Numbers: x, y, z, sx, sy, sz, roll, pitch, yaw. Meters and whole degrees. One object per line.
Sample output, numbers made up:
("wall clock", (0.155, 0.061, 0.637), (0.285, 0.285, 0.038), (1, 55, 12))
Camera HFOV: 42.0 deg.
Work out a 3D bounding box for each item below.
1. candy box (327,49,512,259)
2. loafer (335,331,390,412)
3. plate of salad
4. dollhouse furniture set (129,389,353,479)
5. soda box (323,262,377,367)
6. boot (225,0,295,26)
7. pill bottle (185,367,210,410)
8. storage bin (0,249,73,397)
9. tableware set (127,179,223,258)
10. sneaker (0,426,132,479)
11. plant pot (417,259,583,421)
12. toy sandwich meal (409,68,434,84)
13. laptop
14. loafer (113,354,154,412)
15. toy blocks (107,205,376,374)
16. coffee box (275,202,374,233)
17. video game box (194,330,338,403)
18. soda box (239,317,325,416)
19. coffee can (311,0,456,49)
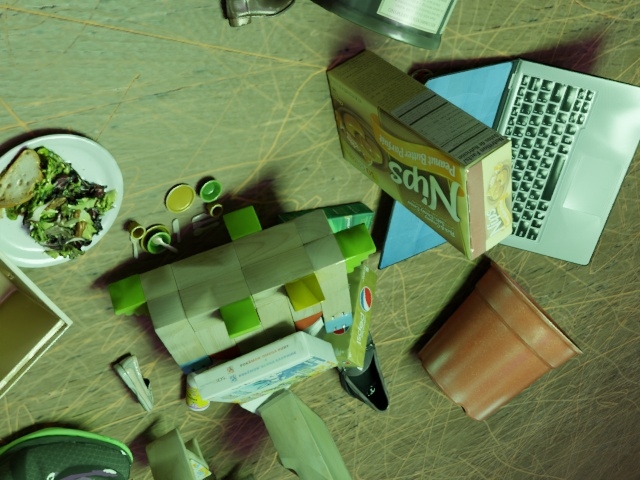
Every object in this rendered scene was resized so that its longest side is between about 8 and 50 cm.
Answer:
("candy box", (0.144, -0.133, 1.239), (0.088, 0.316, 0.183), (-34, 139, -17))
("loafer", (0.079, 0.241, 1.657), (0.109, 0.095, 0.302), (-38, 139, -12))
("plate of salad", (-0.345, -0.044, 1.083), (0.200, 0.048, 0.199), (-24, 135, -27))
("dollhouse furniture set", (-0.139, 0.497, 1.487), (0.394, 0.256, 0.362), (-34, 140, 3))
("soda box", (0.053, 0.134, 1.502), (0.061, 0.058, 0.181), (40, 55, -51))
("boot", (-0.084, -0.346, 1.085), (0.106, 0.037, 0.114), (-29, 132, -24))
("pill bottle", (-0.211, 0.253, 1.448), (0.043, 0.043, 0.083), (-16, 131, -32))
("storage bin", (-0.483, 0.100, 0.978), (0.260, 0.123, 0.262), (-50, 143, -19))
("tableware set", (-0.211, -0.031, 1.233), (0.154, 0.024, 0.104), (-23, 134, -26))
("sneaker", (-0.494, 0.428, 1.213), (0.483, 0.202, 0.185), (-16, 132, -32))
("plant pot", (0.371, 0.231, 1.802), (0.265, 0.272, 0.272), (-45, 141, 9))
("toy sandwich meal", (0.166, -0.244, 1.392), (0.086, 0.029, 0.085), (-24, 135, -26))
("laptop", (0.355, -0.107, 1.512), (0.236, 0.408, 0.381), (-67, 170, -57))
("loafer", (-0.294, 0.234, 1.362), (0.039, 0.045, 0.125), (-40, 138, -19))
("toy blocks", (-0.104, 0.101, 1.314), (0.382, 0.190, 0.261), (-20, 152, -6))
("coffee box", (0.000, 0.000, 1.433), (0.184, 0.040, 0.113), (-9, 128, -37))
("video game box", (-0.082, 0.211, 1.361), (0.187, 0.048, 0.205), (-22, 163, 9))
("soda box", (-0.071, 0.213, 1.522), (0.216, 0.069, 0.074), (-48, 141, 0))
("coffee can", (0.116, -0.414, 1.075), (0.202, 0.201, 0.275), (3, 119, -43))
